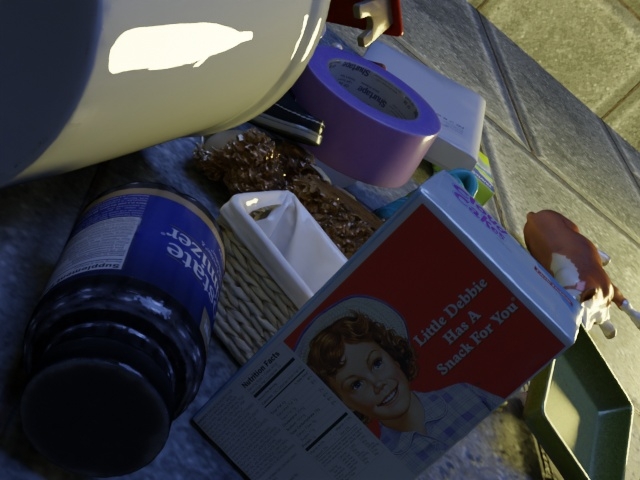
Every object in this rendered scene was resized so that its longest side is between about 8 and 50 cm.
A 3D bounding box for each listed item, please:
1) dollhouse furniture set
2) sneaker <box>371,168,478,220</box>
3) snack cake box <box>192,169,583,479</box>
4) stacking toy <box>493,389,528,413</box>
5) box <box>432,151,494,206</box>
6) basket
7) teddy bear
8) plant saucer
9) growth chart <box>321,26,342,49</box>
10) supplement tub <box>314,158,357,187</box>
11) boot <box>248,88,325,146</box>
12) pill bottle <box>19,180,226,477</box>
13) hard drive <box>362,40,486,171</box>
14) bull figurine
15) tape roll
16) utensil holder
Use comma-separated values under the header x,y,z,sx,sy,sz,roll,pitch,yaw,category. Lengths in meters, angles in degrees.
x,y,z,sx,sy,sz,roll,pitch,yaw,category
0.011,-0.347,1.521,0.259,0.262,0.135,22,44,37,dollhouse furniture set
0.138,-0.040,1.390,0.107,0.110,0.275,39,22,6,sneaker
0.048,0.093,0.810,0.152,0.264,0.089,46,22,3,snack cake box
0.186,0.117,1.279,0.167,0.052,0.221,14,37,-51,stacking toy
0.234,-0.125,1.790,0.109,0.042,0.178,38,23,-14,box
-0.034,0.050,0.958,0.167,0.103,0.113,51,23,13,basket
0.000,0.000,1.129,0.338,0.113,0.245,39,15,7,teddy bear
0.292,0.198,1.234,0.188,0.045,0.188,54,37,-23,plant saucer
-0.100,-0.265,1.339,0.237,0.172,0.021,40,-8,-15,growth chart
0.032,-0.116,1.396,0.071,0.071,0.107,41,23,-7,supplement tub
-0.054,-0.223,1.220,0.236,0.179,0.085,34,9,38,boot
-0.136,0.057,0.749,0.123,0.123,0.219,37,24,-18,pill bottle
0.158,-0.225,1.769,0.233,0.047,0.353,29,25,-1,hard drive
0.407,0.064,1.684,0.188,0.101,0.310,37,26,-27,bull figurine
0.046,-0.151,1.299,0.189,0.080,0.189,25,27,-14,tape roll
-0.201,-0.217,0.857,0.327,0.327,0.385,46,24,3,utensil holder
